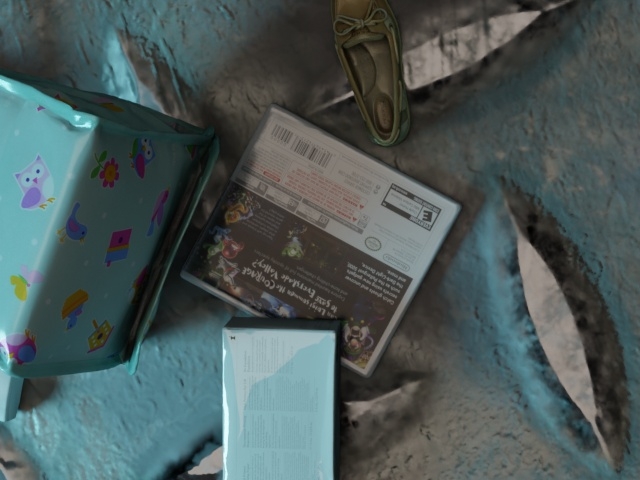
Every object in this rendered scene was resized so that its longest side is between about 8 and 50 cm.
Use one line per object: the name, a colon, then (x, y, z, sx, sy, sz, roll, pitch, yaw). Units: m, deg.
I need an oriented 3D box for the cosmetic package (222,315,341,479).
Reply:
cosmetic package: (-0.033, 0.187, 1.645, 0.099, 0.060, 0.239, 2, 99, 4)

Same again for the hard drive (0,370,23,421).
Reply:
hard drive: (-0.425, 0.013, 1.702, 0.353, 0.047, 0.233, 10, 93, 7)

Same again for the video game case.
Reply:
video game case: (0.000, 0.000, 1.665, 0.190, 0.022, 0.173, 29, 95, 4)

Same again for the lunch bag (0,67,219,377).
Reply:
lunch bag: (-0.193, -0.010, 1.572, 0.160, 0.262, 0.223, 24, 97, 26)

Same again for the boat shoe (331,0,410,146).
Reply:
boat shoe: (0.043, -0.155, 1.640, 0.056, 0.048, 0.153, -10, 91, 7)
